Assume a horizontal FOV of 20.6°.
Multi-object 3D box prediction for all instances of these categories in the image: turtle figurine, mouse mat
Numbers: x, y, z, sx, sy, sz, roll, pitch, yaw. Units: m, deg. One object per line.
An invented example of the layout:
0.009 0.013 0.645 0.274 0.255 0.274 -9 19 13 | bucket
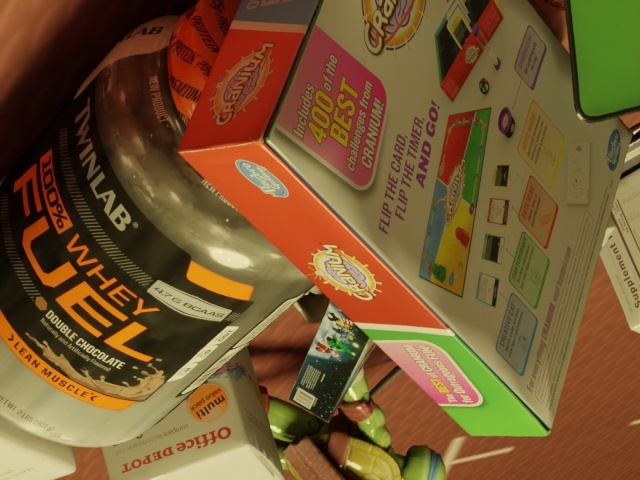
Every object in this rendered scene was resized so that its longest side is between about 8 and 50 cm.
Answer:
-0.009 0.153 1.738 0.266 0.274 0.198 6 174 -6 | turtle figurine
0.214 -0.180 1.139 0.153 0.189 0.007 -15 -167 -29 | mouse mat

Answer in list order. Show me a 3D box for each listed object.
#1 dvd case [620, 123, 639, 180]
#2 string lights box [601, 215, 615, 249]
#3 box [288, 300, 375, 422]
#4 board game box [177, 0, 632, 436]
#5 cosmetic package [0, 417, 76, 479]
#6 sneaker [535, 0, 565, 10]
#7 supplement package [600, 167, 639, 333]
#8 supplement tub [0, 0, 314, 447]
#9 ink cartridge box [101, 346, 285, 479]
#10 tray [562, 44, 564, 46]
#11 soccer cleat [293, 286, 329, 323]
0.311 -0.053 1.632 0.164 0.018 0.221 -31 152 24 | dvd case
0.162 0.002 1.509 0.077 0.133 0.259 -13 154 -15 | string lights box
0.048 0.038 1.496 0.159 0.044 0.233 -56 174 -31 | box
0.069 -0.060 1.083 0.064 0.242 0.316 -6 142 39 | board game box
-0.390 0.083 1.257 0.230 0.161 0.453 -21 155 15 | cosmetic package
0.190 -0.173 1.224 0.270 0.090 0.145 -9 149 -26 | sneaker
0.379 -0.021 1.563 0.244 0.139 0.134 -31 151 25 | supplement package
-0.106 -0.015 1.209 0.207 0.207 0.338 4 146 -39 | supplement tub
-0.124 0.141 1.545 0.128 0.176 0.127 -21 155 5 | ink cartridge box
0.069 -0.069 1.324 0.270 0.030 0.145 -38 180 10 | tray
0.000 0.000 1.462 0.068 0.076 0.196 -13 154 -11 | soccer cleat
